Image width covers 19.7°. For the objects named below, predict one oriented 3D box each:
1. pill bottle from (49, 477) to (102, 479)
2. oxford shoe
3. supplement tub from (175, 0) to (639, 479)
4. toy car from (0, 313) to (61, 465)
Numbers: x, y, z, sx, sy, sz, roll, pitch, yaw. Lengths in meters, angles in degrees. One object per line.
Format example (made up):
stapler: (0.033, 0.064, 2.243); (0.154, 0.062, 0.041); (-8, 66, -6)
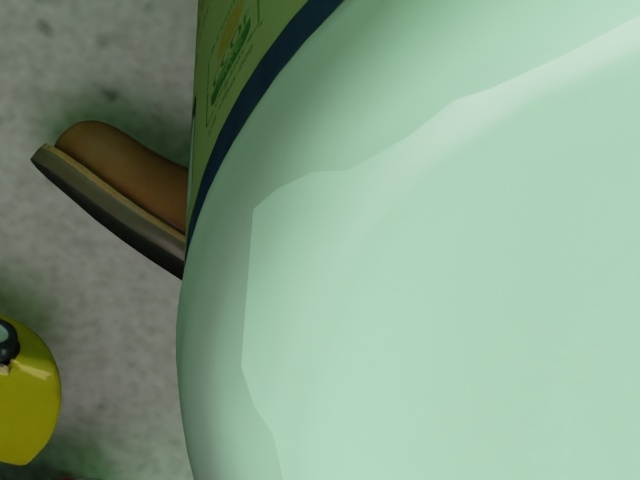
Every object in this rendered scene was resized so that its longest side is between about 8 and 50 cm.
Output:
pill bottle: (-0.184, 0.163, 0.707); (0.221, 0.124, 0.124); (-7, 121, 1)
oxford shoe: (0.000, 0.000, 0.661); (0.212, 0.076, 0.076); (25, 87, -14)
supplement tub: (0.080, -0.042, 0.481); (0.228, 0.316, 0.228); (-1, 121, -2)
toy car: (-0.240, 0.034, 0.669); (0.225, 0.053, 0.239); (-36, 116, 18)
